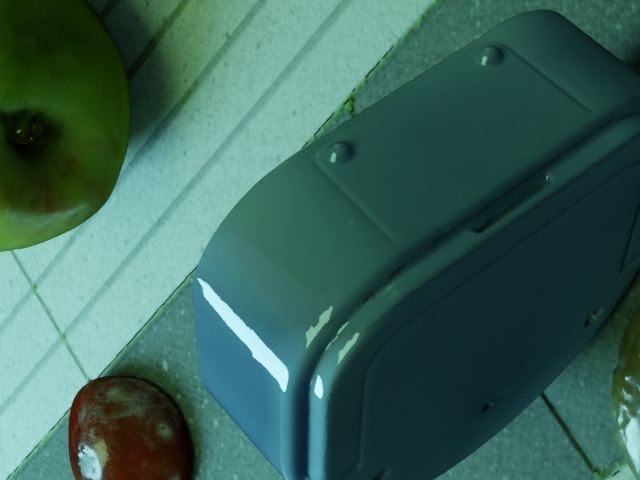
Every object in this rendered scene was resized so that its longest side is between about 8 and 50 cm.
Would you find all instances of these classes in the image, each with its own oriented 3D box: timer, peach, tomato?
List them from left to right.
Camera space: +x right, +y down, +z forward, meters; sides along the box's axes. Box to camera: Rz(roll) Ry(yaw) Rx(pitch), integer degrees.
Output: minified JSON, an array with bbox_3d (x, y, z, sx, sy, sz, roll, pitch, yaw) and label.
[{"bbox_3d":[-0.337,-0.147,1.645,0.314,0.281,0.315,55,173,-29],"label":"peach"},{"bbox_3d":[-0.218,0.217,1.754,0.159,0.091,0.139,28,117,36],"label":"tomato"},{"bbox_3d":[0.076,0.031,1.269,0.173,0.395,0.395,43,125,25],"label":"timer"}]

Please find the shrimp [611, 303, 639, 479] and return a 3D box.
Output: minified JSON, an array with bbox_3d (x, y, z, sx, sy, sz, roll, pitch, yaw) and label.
[{"bbox_3d":[0.302,0.072,1.267,0.168,0.077,0.317,32,123,35],"label":"shrimp"}]
